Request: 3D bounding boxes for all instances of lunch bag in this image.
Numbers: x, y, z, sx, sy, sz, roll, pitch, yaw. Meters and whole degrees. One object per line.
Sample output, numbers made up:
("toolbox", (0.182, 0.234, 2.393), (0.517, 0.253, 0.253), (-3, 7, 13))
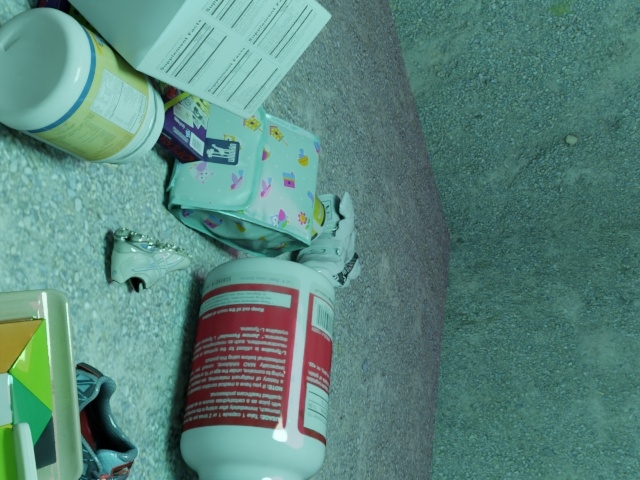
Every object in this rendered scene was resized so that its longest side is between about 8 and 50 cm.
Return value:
("lunch bag", (-0.138, -0.113, 1.382), (0.262, 0.160, 0.223), (24, 62, -38))

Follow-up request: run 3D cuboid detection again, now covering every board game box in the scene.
("board game box", (-0.272, -0.285, 1.180), (0.347, 0.056, 0.208), (44, 48, -54))

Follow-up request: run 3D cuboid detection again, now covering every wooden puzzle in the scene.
("wooden puzzle", (-0.343, 0.164, 0.794), (0.239, 0.044, 0.220), (-3, 87, -55))

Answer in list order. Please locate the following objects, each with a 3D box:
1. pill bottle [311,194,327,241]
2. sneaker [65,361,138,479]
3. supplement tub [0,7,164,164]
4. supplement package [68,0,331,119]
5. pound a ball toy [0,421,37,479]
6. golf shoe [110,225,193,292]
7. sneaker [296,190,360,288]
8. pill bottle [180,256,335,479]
("pill bottle", (-0.073, -0.078, 1.627), (0.208, 0.119, 0.119), (48, 40, -60))
("sneaker", (-0.274, 0.273, 0.928), (0.104, 0.125, 0.261), (-25, 108, -70))
("supplement tub", (-0.295, -0.178, 0.976), (0.200, 0.144, 0.144), (30, 57, -67))
("supplement package", (-0.161, -0.320, 1.052), (0.199, 0.198, 0.263), (46, 14, 21))
("pound a ball toy", (-0.333, 0.277, 0.623), (0.208, 0.136, 0.319), (1, 57, -36))
("golf shoe", (-0.256, 0.036, 1.182), (0.176, 0.069, 0.086), (25, 81, -65))
("sneaker", (0.000, 0.000, 1.802), (0.366, 0.138, 0.210), (-16, 98, -76))
("pill bottle", (-0.100, 0.251, 1.283), (0.229, 0.229, 0.407), (54, 36, -56))
